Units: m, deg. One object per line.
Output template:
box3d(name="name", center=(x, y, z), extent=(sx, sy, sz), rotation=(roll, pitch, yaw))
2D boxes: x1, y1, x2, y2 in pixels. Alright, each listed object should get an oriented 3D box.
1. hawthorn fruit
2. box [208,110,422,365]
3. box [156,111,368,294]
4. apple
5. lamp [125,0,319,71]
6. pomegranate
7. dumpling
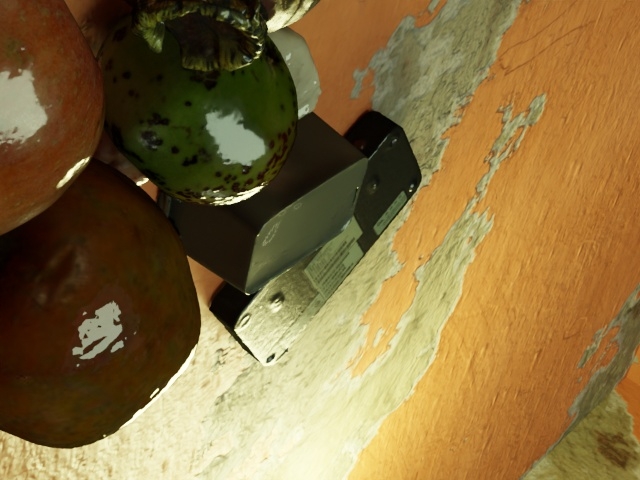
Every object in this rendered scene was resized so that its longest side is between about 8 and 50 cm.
box3d(name="hawthorn fruit", center=(-0.256, 0.038, 1.542), extent=(0.268, 0.267, 0.301), rotation=(-50, 152, -10))
box3d(name="box", center=(0.000, 0.000, 2.264), extent=(0.350, 0.058, 0.211), rotation=(-50, 158, -8))
box3d(name="box", center=(-0.062, -0.053, 1.960), extent=(0.243, 0.135, 0.163), rotation=(-35, 151, -40))
box3d(name="apple", center=(-0.292, -0.116, 1.291), extent=(0.253, 0.253, 0.253), rotation=(-43, 155, -25))
box3d(name="lamp", center=(-0.092, -0.267, 1.467), extent=(0.247, 0.247, 0.247), rotation=(-43, 155, -25))
box3d(name="pomegranate", center=(-0.144, -0.117, 1.645), extent=(0.248, 0.214, 0.214), rotation=(-37, 165, 23))
box3d(name="dumpling", center=(-0.083, -0.171, 1.801), extent=(0.150, 0.092, 0.176), rotation=(-54, 155, -1))
